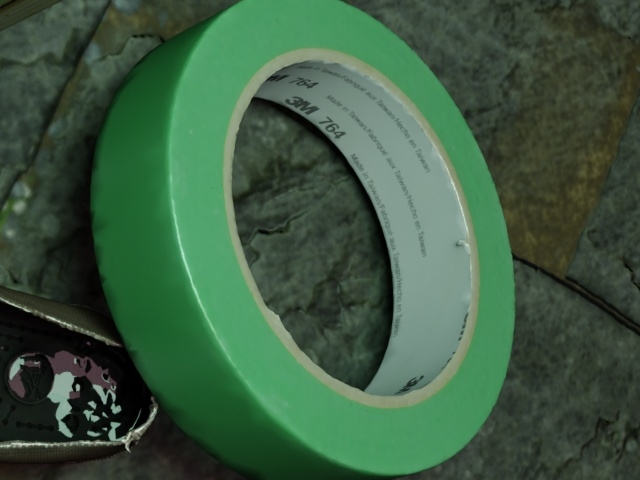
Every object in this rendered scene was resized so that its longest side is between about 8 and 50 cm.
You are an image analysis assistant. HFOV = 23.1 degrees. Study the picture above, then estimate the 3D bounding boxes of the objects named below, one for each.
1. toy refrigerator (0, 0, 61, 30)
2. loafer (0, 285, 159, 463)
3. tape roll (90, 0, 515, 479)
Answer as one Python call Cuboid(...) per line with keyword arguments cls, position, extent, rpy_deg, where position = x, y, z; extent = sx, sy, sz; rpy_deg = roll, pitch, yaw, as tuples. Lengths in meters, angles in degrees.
Cuboid(cls="toy refrigerator", position=(-0.212, -0.165, 0.856), extent=(0.102, 0.269, 0.094), rpy_deg=(16, 80, -29))
Cuboid(cls="loafer", position=(-0.250, 0.058, 0.901), extent=(0.366, 0.130, 0.133), rpy_deg=(8, 83, -29))
Cuboid(cls="tape roll", position=(0.000, 0.000, 1.016), extent=(0.321, 0.077, 0.321), rpy_deg=(22, 58, -42))
